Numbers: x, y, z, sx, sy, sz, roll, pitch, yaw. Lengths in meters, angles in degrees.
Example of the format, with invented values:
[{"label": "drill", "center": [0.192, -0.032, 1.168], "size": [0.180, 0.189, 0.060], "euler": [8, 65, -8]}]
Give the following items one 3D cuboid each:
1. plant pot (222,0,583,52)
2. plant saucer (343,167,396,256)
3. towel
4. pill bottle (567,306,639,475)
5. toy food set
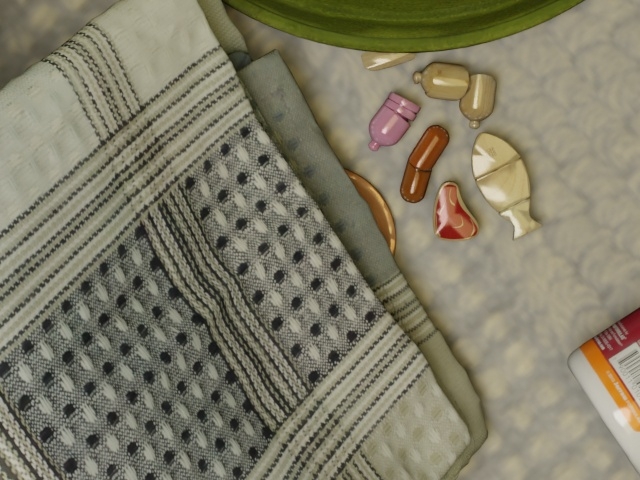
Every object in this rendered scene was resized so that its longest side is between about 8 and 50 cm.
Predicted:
[{"label": "plant pot", "center": [0.037, -0.281, 0.877], "size": [0.366, 0.353, 0.366], "euler": [0, 91, 2]}, {"label": "plant saucer", "center": [0.000, 0.000, 1.081], "size": [0.083, 0.013, 0.083], "euler": [0, 94, 2]}, {"label": "towel", "center": [-0.054, 0.047, 0.936], "size": [0.056, 0.324, 0.312], "euler": [-25, 103, 38]}, {"label": "pill bottle", "center": [0.215, 0.057, 1.042], "size": [0.152, 0.086, 0.086], "euler": [-33, 93, 4]}, {"label": "toy food set", "center": [0.067, -0.052, 1.071], "size": [0.078, 0.019, 0.122], "euler": [-18, 94, 3]}]
